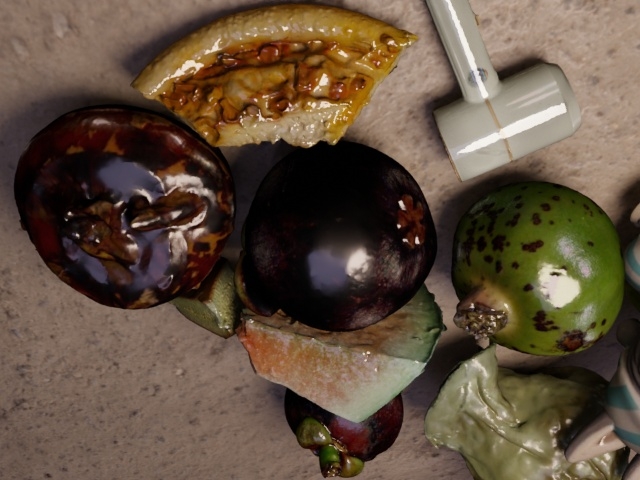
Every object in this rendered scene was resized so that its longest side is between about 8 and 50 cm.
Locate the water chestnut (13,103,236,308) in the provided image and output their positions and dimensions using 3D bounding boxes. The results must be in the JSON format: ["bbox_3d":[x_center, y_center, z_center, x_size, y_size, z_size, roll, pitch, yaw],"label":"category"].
[{"bbox_3d":[-0.263,-0.037,0.804,0.300,0.300,0.300,1,125,1],"label":"water chestnut"}]

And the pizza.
[{"bbox_3d":[-0.058,-0.205,0.759,0.366,0.074,0.182,-3,80,4],"label":"pizza"}]

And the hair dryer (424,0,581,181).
[{"bbox_3d":[0.190,-0.258,0.755,0.173,0.107,0.357,-24,115,14],"label":"hair dryer"}]

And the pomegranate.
[{"bbox_3d":[0.295,0.048,0.853,0.270,0.254,0.254,-38,127,-27],"label":"pomegranate"}]

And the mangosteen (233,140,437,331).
[{"bbox_3d":[0.000,0.000,0.837,0.302,0.275,0.275,-16,126,38],"label":"mangosteen"}]

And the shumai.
[{"bbox_3d":[0.312,0.341,1.028,0.289,0.292,0.329,16,88,-24],"label":"shumai"}]

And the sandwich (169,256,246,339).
[{"bbox_3d":[-0.181,0.087,0.965,0.096,0.258,0.094,-38,113,-23],"label":"sandwich"}]

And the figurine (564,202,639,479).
[{"bbox_3d":[0.470,0.176,0.839,0.378,0.361,0.266,-43,139,17],"label":"figurine"}]

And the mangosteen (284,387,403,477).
[{"bbox_3d":[0.046,0.311,1.072,0.216,0.216,0.216,1,125,1],"label":"mangosteen"}]

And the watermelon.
[{"bbox_3d":[0.032,0.153,0.957,0.302,0.264,0.151,9,113,3],"label":"watermelon"}]

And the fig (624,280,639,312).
[{"bbox_3d":[0.632,0.128,0.967,0.234,0.167,0.167,7,125,-11],"label":"fig"}]
